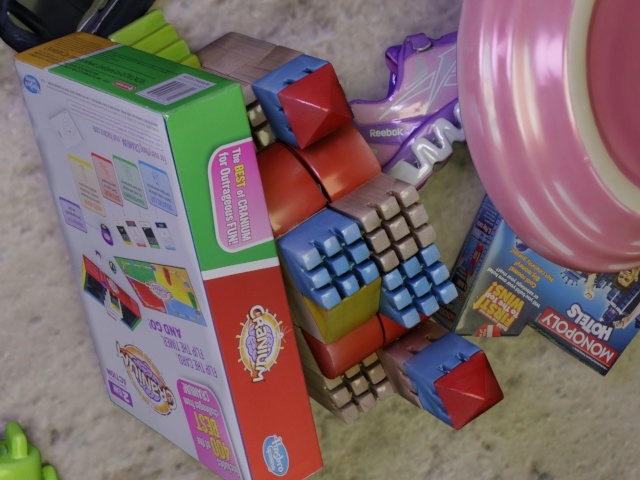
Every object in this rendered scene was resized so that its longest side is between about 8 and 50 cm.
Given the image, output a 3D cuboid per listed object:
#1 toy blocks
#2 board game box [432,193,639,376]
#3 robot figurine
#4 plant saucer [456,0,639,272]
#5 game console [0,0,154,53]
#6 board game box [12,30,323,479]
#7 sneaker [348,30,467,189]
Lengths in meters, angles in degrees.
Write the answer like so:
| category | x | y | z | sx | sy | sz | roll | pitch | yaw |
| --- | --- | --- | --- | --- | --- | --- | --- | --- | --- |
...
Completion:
| category | x | y | z | sx | sy | sz | roll | pitch | yaw |
| --- | --- | --- | --- | --- | --- | --- | --- | --- | --- |
| toy blocks | 0.000 | 0.000 | 1.286 | 0.190 | 0.261 | 0.381 | -32 | 114 | -15 |
| board game box | 0.200 | 0.025 | 1.473 | 0.194 | 0.060 | 0.194 | 36 | 94 | -20 |
| robot figurine | -0.266 | 0.212 | 1.393 | 0.101 | 0.067 | 0.115 | -5 | 105 | -22 |
| plant saucer | 0.251 | -0.139 | 1.356 | 0.332 | 0.084 | 0.332 | 0 | 90 | -42 |
| game console | -0.135 | -0.295 | 1.317 | 0.213 | 0.044 | 0.361 | 36 | 92 | -18 |
| board game box | -0.117 | 0.015 | 1.268 | 0.064 | 0.242 | 0.317 | -26 | 119 | -27 |
| sneaker | 0.112 | -0.143 | 1.399 | 0.236 | 0.095 | 0.104 | -44 | 85 | -7 |
